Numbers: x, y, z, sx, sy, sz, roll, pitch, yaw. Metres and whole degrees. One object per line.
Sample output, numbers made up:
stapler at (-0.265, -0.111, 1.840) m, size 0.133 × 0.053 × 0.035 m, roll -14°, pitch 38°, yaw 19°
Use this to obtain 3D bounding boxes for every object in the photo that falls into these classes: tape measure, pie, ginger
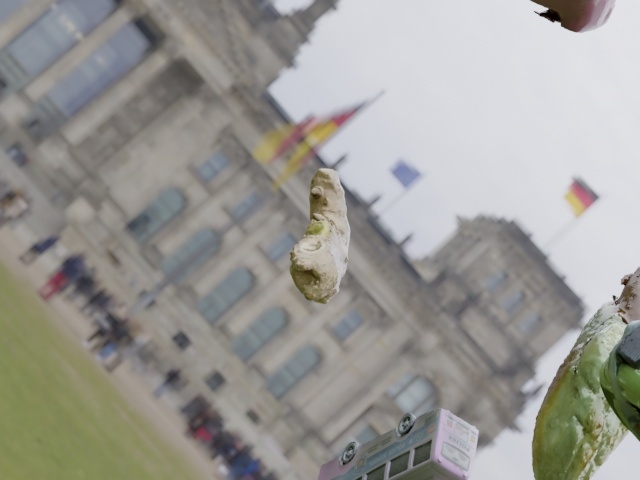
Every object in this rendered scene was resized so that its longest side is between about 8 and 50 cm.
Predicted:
tape measure at (0.328, 0.148, 1.299) m, size 0.175 × 0.106 × 0.200 m, roll 43°, pitch -7°, yaw 46°
pie at (0.302, 0.175, 1.610) m, size 0.105 × 0.274 × 0.257 m, roll 28°, pitch -54°, yaw 15°
ginger at (0.001, 0.002, 1.436) m, size 0.173 × 0.051 × 0.069 m, roll -87°, pitch 153°, yaw -55°

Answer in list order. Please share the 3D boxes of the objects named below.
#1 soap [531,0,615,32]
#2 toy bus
soap at (0.335, -0.407, 1.782) m, size 0.127 × 0.325 × 0.220 m, roll 19°, pitch 5°, yaw 8°
toy bus at (0.047, 0.150, 0.959) m, size 0.037 × 0.052 × 0.130 m, roll 32°, pitch -42°, yaw -23°
